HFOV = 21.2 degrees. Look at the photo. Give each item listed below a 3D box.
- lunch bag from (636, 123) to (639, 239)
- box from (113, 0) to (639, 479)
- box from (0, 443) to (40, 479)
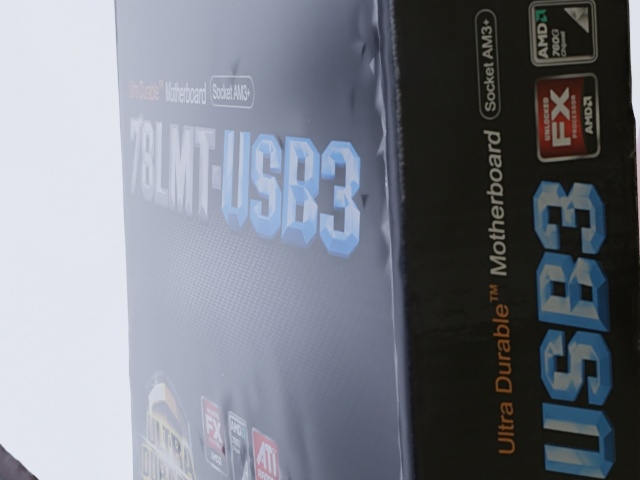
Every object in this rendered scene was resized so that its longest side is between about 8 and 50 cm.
[{"bbox_3d":[0.158,0.009,0.499,0.258,0.120,0.293,-76,-11,-63],"label":"lunch bag"},{"bbox_3d":[0.000,0.000,0.522,0.073,0.295,0.293,-6,-82,-19],"label":"box"},{"bbox_3d":[-0.283,0.392,1.602,0.191,0.143,0.381,-38,-47,-22],"label":"box"}]
